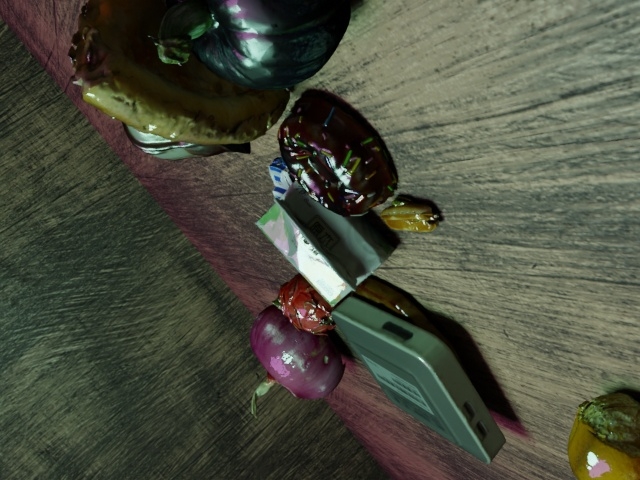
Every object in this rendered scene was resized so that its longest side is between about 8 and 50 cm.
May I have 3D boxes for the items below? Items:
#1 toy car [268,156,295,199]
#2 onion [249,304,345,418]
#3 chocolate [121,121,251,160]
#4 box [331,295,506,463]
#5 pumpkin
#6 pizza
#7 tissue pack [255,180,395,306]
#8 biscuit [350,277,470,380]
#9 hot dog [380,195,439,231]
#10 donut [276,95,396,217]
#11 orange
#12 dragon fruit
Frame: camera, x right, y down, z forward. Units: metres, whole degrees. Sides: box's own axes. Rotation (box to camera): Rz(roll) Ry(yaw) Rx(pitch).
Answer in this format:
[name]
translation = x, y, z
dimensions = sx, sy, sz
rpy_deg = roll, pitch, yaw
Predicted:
[toy car]
translation = -0.052, -0.096, 1.344
dimensions = 0.080, 0.070, 0.170
rpy_deg = 25, 151, 50
[onion]
translation = -0.106, 0.380, 2.144
dimensions = 0.358, 0.345, 0.358
rpy_deg = 163, 90, -83
[chocolate]
translation = -0.261, -0.255, 1.135
dimensions = 0.283, 0.186, 0.283
rpy_deg = -23, -90, -84
[box]
translation = 0.211, 0.312, 1.436
dimensions = 0.367, 0.090, 0.373
rpy_deg = 20, 148, 58
[pumpkin]
translation = -0.104, -0.286, 0.754
dimensions = 0.248, 0.248, 0.248
rpy_deg = 42, 162, 17
[pizza]
translation = -0.170, -0.279, 0.937
dimensions = 0.080, 0.434, 0.392
rpy_deg = -15, 147, 28
[tissue pack]
translation = 0.000, 0.000, 1.216
dimensions = 0.229, 0.159, 0.145
rpy_deg = 47, -155, 4
[biscuit]
translation = 0.203, 0.222, 1.480
dimensions = 0.359, 0.046, 0.359
rpy_deg = 41, 162, 17
[hot dog]
translation = 0.147, -0.044, 1.048
dimensions = 0.056, 0.041, 0.133
rpy_deg = 47, 159, -27
[donut]
translation = 0.018, -0.131, 1.072
dimensions = 0.235, 0.089, 0.235
rpy_deg = 40, 161, 17
[orange]
translation = 0.439, 0.303, 0.940
dimensions = 0.134, 0.156, 0.156
rpy_deg = 24, 159, 5
[dragon fruit]
translation = -0.017, 0.164, 1.677
dimensions = 0.209, 0.172, 0.172
rpy_deg = 21, 150, 38
